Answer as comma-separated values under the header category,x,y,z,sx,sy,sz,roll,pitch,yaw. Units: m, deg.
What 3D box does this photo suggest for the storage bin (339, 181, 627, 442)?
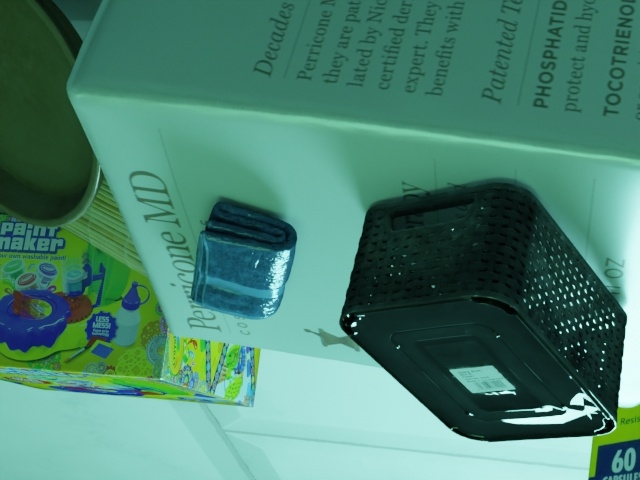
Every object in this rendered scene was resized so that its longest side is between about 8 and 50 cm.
category,x,y,z,sx,sy,sz,roll,pitch,yaw
storage bin,0.109,0.053,0.803,0.122,0.084,0.180,-10,140,35

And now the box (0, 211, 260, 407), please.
category,x,y,z,sx,sy,sz,roll,pitch,yaw
box,-0.248,0.084,1.451,0.289,0.177,0.279,2,167,19

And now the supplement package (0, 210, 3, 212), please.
category,x,y,z,sx,sy,sz,roll,pitch,yaw
supplement package,-0.512,0.025,1.522,0.194,0.203,0.149,7,147,14

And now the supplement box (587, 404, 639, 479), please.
category,x,y,z,sx,sy,sz,roll,pitch,yaw
supplement box,0.390,0.101,1.123,0.195,0.357,0.194,35,143,-29

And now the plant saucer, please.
category,x,y,z,sx,sy,sz,roll,pitch,yaw
plant saucer,-0.300,-0.145,1.209,0.277,0.041,0.278,23,130,31

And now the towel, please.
category,x,y,z,sx,sy,sz,roll,pitch,yaw
towel,-0.055,0.020,0.872,0.067,0.029,0.119,15,149,-2

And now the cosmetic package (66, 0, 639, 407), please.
category,x,y,z,sx,sy,sz,roll,pitch,yaw
cosmetic package,0.080,-0.111,0.949,0.393,0.327,0.329,8,148,13

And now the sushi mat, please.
category,x,y,z,sx,sy,sz,roll,pitch,yaw
sushi mat,-0.224,-0.061,1.240,0.316,0.019,0.151,25,119,42
